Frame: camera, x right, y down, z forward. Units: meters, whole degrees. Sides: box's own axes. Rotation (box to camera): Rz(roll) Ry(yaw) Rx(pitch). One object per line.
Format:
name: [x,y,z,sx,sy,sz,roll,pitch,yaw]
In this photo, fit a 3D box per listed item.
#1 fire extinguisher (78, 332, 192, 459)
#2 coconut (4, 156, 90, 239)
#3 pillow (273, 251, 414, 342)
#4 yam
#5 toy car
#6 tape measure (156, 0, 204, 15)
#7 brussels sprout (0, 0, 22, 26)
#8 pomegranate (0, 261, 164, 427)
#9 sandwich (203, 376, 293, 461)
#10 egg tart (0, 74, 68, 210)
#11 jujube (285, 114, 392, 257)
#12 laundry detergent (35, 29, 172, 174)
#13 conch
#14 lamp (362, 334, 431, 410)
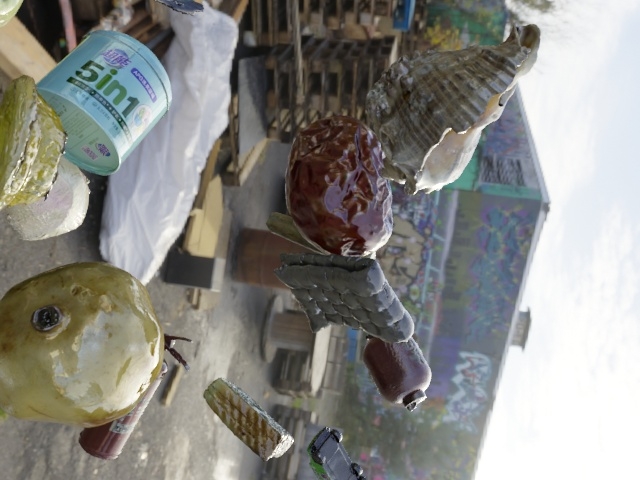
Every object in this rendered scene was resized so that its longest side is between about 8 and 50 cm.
fire extinguisher: [-0.418,0.350,1.350,0.337,0.147,0.106,-59,174,5]
coconut: [-0.898,-0.162,1.912,0.297,0.254,0.298,163,-90,-80]
pillow: [0.054,0.132,1.386,0.101,0.326,0.228,-54,125,-31]
yam: [0.000,0.000,1.605,0.067,0.317,0.071,-43,152,-66]
toy car: [0.026,0.425,1.080,0.071,0.062,0.165,-42,110,-42]
tape measure: [-0.310,-0.491,0.909,0.098,0.351,0.215,54,-52,41]
brussels sprout: [-0.989,-0.730,1.636,0.243,0.273,0.317,123,-20,-57]
pomegranate: [-0.467,0.195,1.113,0.332,0.332,0.333,7,90,-81]
sandwich: [-0.211,0.526,1.717,0.099,0.271,0.301,-44,164,-11]
egg tart: [-0.683,-0.202,1.328,0.132,0.345,0.346,17,77,-40]
jujube: [0.048,-0.137,1.479,0.277,0.276,0.377,85,2,-53]
laundry detergent: [-0.574,-0.383,1.556,0.287,0.287,0.305,85,29,-54]
conch: [0.141,-0.143,0.647,0.245,0.162,0.178,-40,-151,37]
lamp: [0.232,0.375,1.729,0.258,0.180,0.180,61,-8,26]
